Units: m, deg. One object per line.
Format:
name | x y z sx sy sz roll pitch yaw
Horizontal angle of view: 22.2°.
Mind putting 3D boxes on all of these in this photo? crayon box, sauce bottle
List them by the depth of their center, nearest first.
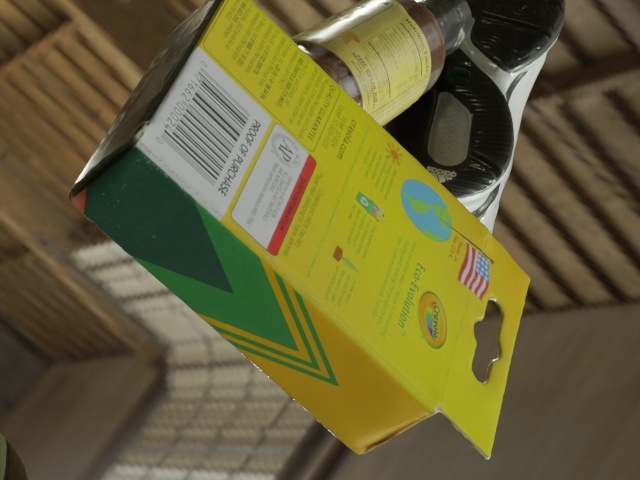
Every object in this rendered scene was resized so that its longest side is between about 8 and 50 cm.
crayon box | 0.000 0.000 1.110 0.318 0.202 0.081 43 -53 -16
sauce bottle | 0.046 -0.163 1.495 0.111 0.344 0.111 9 -67 23

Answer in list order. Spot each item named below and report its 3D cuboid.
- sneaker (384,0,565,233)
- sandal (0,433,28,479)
sneaker | 0.140 -0.113 1.768 0.169 0.447 0.257 16 -45 6
sandal | -0.220 0.185 0.863 0.060 0.219 0.090 -18 -54 24
